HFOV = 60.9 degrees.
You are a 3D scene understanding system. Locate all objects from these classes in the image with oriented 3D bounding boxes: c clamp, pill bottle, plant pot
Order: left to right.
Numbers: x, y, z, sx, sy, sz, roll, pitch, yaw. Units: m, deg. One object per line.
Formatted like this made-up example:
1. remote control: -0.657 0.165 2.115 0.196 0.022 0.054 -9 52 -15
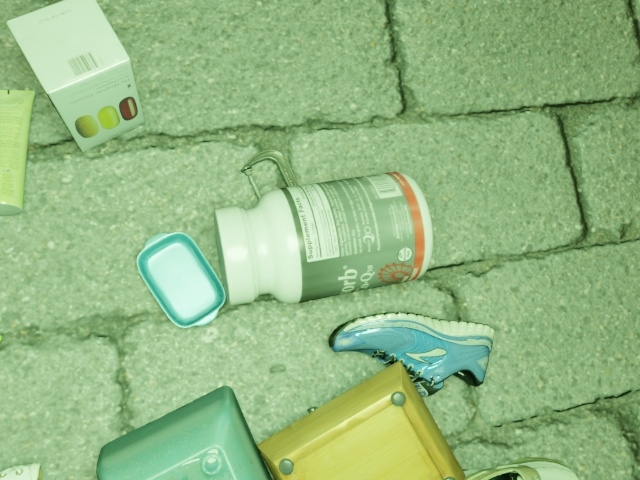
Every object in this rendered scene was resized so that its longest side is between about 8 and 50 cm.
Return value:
1. plant pot: -0.199 0.396 0.841 0.247 0.252 0.248 -24 84 -15
2. c clamp: -0.107 -0.101 1.084 0.137 0.022 0.161 -18 83 -15
3. pill bottle: 0.000 0.000 0.990 0.362 0.210 0.210 -10 81 -14

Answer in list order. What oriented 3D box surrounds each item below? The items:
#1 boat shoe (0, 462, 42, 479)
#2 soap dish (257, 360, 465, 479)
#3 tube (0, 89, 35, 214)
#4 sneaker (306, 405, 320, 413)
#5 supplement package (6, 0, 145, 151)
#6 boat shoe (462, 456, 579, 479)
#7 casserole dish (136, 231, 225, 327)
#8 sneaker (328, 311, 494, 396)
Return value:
1. boat shoe: -0.477 0.398 0.863 0.277 0.098 0.096 30 71 -13
2. soap dish: 0.072 0.377 0.916 0.290 0.118 0.229 -29 86 -5
3. tube: -0.566 -0.166 0.982 0.070 0.062 0.240 14 64 -54
4. sneaker: 0.032 0.388 1.000 0.089 0.051 0.170 -7 80 -8
5. supplement package: -0.404 -0.277 0.939 0.139 0.244 0.134 -30 85 -16
6. boat shoe: 0.366 0.479 1.025 0.302 0.103 0.113 -1 79 -13
7. casserole dish: -0.257 0.073 1.007 0.114 0.037 0.188 -33 88 -17
8. sneaker: 0.176 0.216 1.026 0.330 0.130 0.147 8 74 -11
